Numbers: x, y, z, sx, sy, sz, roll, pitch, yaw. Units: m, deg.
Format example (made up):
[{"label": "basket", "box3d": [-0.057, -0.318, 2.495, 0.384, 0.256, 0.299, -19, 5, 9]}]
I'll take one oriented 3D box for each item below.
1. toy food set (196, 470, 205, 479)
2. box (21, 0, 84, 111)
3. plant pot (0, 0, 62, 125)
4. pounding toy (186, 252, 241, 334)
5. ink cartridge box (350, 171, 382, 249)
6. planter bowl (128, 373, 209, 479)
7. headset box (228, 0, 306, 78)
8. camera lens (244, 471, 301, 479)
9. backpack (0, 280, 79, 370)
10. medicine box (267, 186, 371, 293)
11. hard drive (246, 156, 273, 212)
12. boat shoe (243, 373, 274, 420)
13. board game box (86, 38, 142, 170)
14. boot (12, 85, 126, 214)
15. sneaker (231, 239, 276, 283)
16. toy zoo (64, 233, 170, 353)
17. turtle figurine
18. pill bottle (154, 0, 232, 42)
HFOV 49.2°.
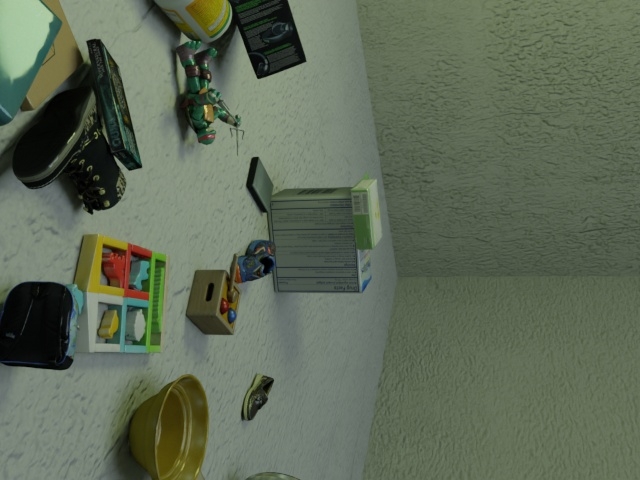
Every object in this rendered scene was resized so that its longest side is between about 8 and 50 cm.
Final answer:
[{"label": "toy food set", "box3d": [-0.276, 0.613, 1.373, 0.306, 0.092, 0.220, -82, 163, -56]}, {"label": "box", "box3d": [-0.420, -0.311, 0.999, 0.164, 0.021, 0.201, -73, 157, -48]}, {"label": "plant pot", "box3d": [-0.428, -0.247, 0.719, 0.234, 0.165, 0.166, 57, 34, -48]}, {"label": "pounding toy", "box3d": [-0.220, 0.119, 1.542, 0.130, 0.100, 0.141, 65, 29, -57]}, {"label": "ink cartridge box", "box3d": [0.141, -0.090, 1.958, 0.235, 0.056, 0.171, -46, 132, -65]}, {"label": "planter bowl", "box3d": [-0.291, 0.356, 1.292, 0.217, 0.090, 0.217, -1, 90, -75]}, {"label": "headset box", "box3d": [-0.153, -0.569, 1.613, 0.283, 0.131, 0.246, 69, 1, -53]}, {"label": "camera lens", "box3d": [-0.119, 0.708, 1.645, 0.274, 0.219, 0.220, -73, 156, -49]}, {"label": "backpack", "box3d": [-0.384, 0.117, 0.959, 0.084, 0.104, 0.115, 114, -19, -72]}, {"label": "medicine box", "box3d": [0.000, 0.000, 2.034, 0.149, 0.263, 0.290, -41, 129, -69]}, {"label": "hard drive", "box3d": [-0.163, -0.150, 1.906, 0.135, 0.022, 0.094, 65, 28, -56]}, {"label": "boat shoe", "box3d": [-0.161, 0.408, 1.830, 0.152, 0.049, 0.056, -70, 155, -51]}, {"label": "board game box", "box3d": [-0.335, -0.218, 1.141, 0.126, 0.026, 0.186, 106, -30, -82]}, {"label": "boot", "box3d": [-0.362, -0.104, 1.049, 0.236, 0.085, 0.179, -89, 169, -51]}, {"label": "sneaker", "box3d": [-0.153, 0.057, 1.812, 0.221, 0.087, 0.083, -55, 142, -64]}, {"label": "toy zoo", "box3d": [-0.347, 0.099, 1.214, 0.293, 0.030, 0.193, 33, 57, -72]}, {"label": "turtle figurine", "box3d": [-0.238, -0.291, 1.476, 0.175, 0.118, 0.234, 42, 34, -89]}, {"label": "pill bottle", "box3d": [-0.266, -0.490, 1.383, 0.208, 0.117, 0.118, 38, 53, -70]}]
